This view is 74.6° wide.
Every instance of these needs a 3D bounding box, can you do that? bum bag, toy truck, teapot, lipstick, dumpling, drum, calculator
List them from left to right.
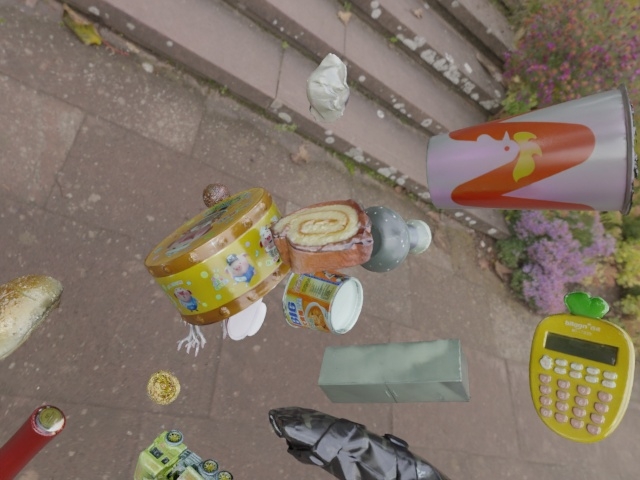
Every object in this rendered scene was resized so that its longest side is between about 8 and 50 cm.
[{"bbox_3d":[-0.700,0.486,0.989,0.080,0.241,0.080,43,16,-15],"label":"lipstick"},{"bbox_3d":[-0.256,0.449,0.764,0.191,0.085,0.116,28,19,18],"label":"toy truck"},{"bbox_3d":[-0.281,0.034,1.246,0.214,0.431,0.431,59,42,-21],"label":"drum"},{"bbox_3d":[0.024,-0.414,1.166,0.108,0.188,0.127,-10,36,-41],"label":"dumpling"},{"bbox_3d":[0.071,0.332,0.638,0.340,0.144,0.095,22,73,14],"label":"bum bag"},{"bbox_3d":[0.206,-0.005,1.188,0.251,0.183,0.183,-2,68,-46],"label":"teapot"},{"bbox_3d":[0.415,0.200,0.676,0.032,0.146,0.235,17,83,-40],"label":"calculator"}]

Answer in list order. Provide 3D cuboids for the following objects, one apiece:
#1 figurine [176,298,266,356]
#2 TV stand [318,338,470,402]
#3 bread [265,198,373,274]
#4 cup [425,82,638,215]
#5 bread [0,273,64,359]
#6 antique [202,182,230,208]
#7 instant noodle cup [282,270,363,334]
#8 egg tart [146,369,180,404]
[{"bbox_3d":[-0.347,0.255,1.419,0.206,0.315,0.284,-10,104,-44],"label":"figurine"},{"bbox_3d":[0.138,0.254,0.802,0.083,0.269,0.088,60,32,-36],"label":"TV stand"},{"bbox_3d":[-0.001,-0.008,0.999,0.244,0.123,0.190,-6,42,4],"label":"bread"},{"bbox_3d":[0.336,-0.129,0.701,0.203,0.288,0.203,8,81,-60],"label":"cup"},{"bbox_3d":[-0.932,0.220,1.276,0.159,0.305,0.305,47,44,-21],"label":"bread"},{"bbox_3d":[-0.369,-0.156,1.490,0.104,0.104,0.104,20,54,-31],"label":"antique"},{"bbox_3d":[0.023,0.232,1.660,0.296,0.214,0.296,-19,114,-50],"label":"instant noodle cup"},{"bbox_3d":[-0.583,0.545,1.565,0.129,0.128,0.049,60,2,4],"label":"egg tart"}]
